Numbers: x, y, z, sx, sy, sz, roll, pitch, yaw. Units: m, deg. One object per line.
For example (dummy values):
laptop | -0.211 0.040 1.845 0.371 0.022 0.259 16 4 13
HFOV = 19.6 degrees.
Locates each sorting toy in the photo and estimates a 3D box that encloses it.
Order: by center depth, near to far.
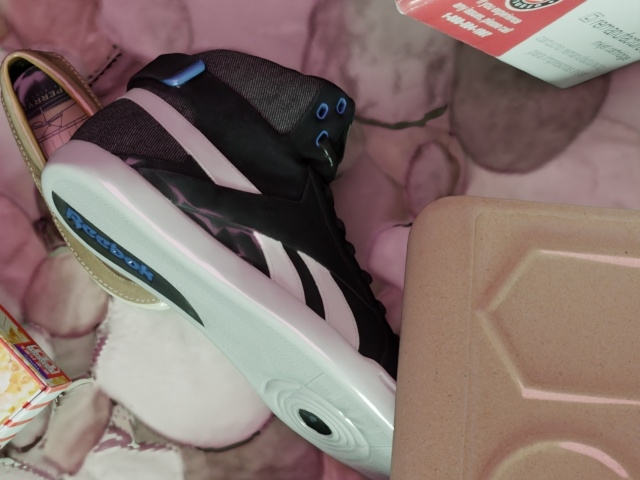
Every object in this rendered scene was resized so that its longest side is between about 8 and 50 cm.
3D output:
sorting toy | 0.132 0.076 0.720 0.208 0.038 0.193 3 60 5

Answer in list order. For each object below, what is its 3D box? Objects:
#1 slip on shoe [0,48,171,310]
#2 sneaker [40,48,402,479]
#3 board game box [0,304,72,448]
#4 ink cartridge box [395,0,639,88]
slip on shoe | -0.101 -0.029 0.825 0.051 0.041 0.135 -29 77 0
sneaker | 0.000 0.000 0.790 0.217 0.079 0.121 41 63 -3
board game box | -0.228 0.042 0.802 0.147 0.045 0.193 -43 86 3
ink cartridge box | 0.169 -0.169 0.702 0.273 0.197 0.114 -22 77 23
